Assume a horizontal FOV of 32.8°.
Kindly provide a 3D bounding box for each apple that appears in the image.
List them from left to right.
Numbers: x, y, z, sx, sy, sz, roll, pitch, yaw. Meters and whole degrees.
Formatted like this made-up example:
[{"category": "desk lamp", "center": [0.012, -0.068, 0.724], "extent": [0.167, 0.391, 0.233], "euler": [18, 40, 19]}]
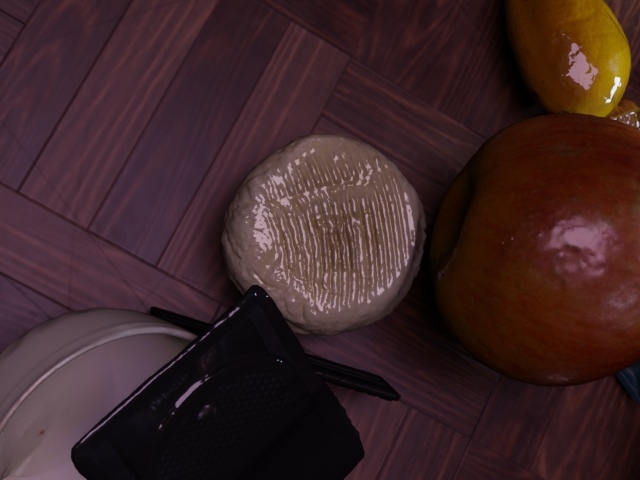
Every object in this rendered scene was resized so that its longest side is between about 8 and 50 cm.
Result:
[{"category": "apple", "center": [0.247, 0.006, 1.160], "extent": [0.302, 0.301, 0.301], "euler": [2, 82, -16]}]

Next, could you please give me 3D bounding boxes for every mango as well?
[{"category": "mango", "center": [0.296, -0.246, 1.313], "extent": [0.147, 0.109, 0.227], "euler": [-8, 73, -21]}]

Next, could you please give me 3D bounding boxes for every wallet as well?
[{"category": "wallet", "center": [-0.084, 0.212, 1.079], "extent": [0.247, 0.041, 0.323], "euler": [-41, 137, -16]}]

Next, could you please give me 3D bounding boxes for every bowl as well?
[{"category": "bowl", "center": [-0.230, 0.180, 1.052], "extent": [0.277, 0.145, 0.277], "euler": [-22, 125, -35]}]

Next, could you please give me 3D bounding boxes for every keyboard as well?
[{"category": "keyboard", "center": [0.002, 0.133, 1.177], "extent": [0.381, 0.103, 0.041], "euler": [12, 94, -12]}]

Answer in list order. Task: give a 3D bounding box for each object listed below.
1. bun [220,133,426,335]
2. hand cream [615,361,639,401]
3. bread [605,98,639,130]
[{"category": "bun", "center": [0.000, 0.000, 1.177], "extent": [0.221, 0.134, 0.220], "euler": [1, 87, -11]}, {"category": "hand cream", "center": [0.405, 0.108, 1.234], "extent": [0.048, 0.224, 0.083], "euler": [-27, 73, -39]}, {"category": "bread", "center": [0.330, -0.130, 1.338], "extent": [0.157, 0.044, 0.052], "euler": [-25, 93, -18]}]
